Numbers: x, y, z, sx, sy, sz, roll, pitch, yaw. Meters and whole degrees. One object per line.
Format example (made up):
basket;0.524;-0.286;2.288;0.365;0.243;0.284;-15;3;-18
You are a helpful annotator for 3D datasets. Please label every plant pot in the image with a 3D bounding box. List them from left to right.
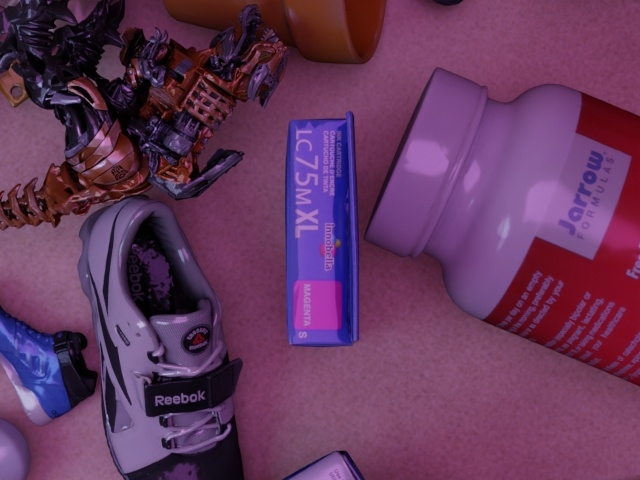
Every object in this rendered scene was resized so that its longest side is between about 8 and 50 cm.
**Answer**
plant pot;-0.047;-0.271;1.201;0.188;0.205;0.205;3;87;14

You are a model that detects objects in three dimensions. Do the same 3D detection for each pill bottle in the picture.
pill bottle;0.259;-0.003;1.166;0.408;0.229;0.229;22;86;0

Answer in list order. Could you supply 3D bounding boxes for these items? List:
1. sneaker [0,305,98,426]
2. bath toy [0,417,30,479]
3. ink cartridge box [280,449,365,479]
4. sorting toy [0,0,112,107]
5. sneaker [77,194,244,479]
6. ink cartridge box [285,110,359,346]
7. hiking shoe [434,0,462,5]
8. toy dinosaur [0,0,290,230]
sneaker;-0.272;0.095;1.229;0.085;0.058;0.152;-29;92;3
bath toy;-0.406;0.113;1.191;0.151;0.129;0.348;-31;88;37
ink cartridge box;-0.026;0.361;1.108;0.395;0.151;0.270;-31;82;-2
sorting toy;-0.261;-0.264;1.257;0.132;0.046;0.274;28;86;0
sneaker;-0.140;0.117;1.180;0.122;0.146;0.330;-18;90;-26
ink cartridge box;0.000;0.000;1.117;0.065;0.311;0.185;0;86;-3
hiking shoe;0.128;-0.344;1.230;0.086;0.114;0.226;-1;86;-30
toy dinosaur;-0.189;-0.114;1.129;0.322;0.164;0.218;-31;81;-12
